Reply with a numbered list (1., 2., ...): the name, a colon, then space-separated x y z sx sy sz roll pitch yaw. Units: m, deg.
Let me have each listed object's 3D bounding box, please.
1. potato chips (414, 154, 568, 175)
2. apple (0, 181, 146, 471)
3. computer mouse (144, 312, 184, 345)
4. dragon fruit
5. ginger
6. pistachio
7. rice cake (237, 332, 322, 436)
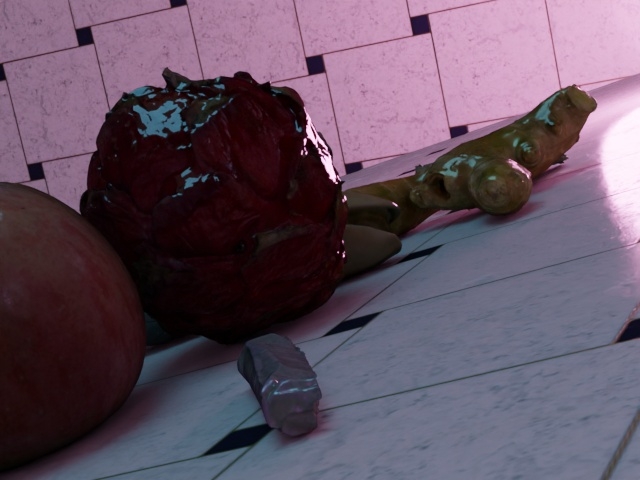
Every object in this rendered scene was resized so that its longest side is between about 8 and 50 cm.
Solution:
1. potato chips: 0.267 -0.108 1.983 0.228 0.059 0.167 -4 23 23
2. apple: -0.339 0.086 1.268 0.345 0.269 0.345 -21 7 3
3. computer mouse: -0.196 0.100 1.658 0.229 0.068 0.113 -10 -8 -5
4. dragon fruit: -0.120 -0.036 1.456 0.329 0.329 0.329 -20 6 2
5. ginger: 0.215 -0.092 1.836 0.363 0.122 0.348 -23 3 45
6. pistachio: 0.000 0.000 1.653 0.226 0.135 0.136 -12 9 20
7. rice cake: -0.036 0.116 1.048 0.055 0.049 0.270 1 3 -9
